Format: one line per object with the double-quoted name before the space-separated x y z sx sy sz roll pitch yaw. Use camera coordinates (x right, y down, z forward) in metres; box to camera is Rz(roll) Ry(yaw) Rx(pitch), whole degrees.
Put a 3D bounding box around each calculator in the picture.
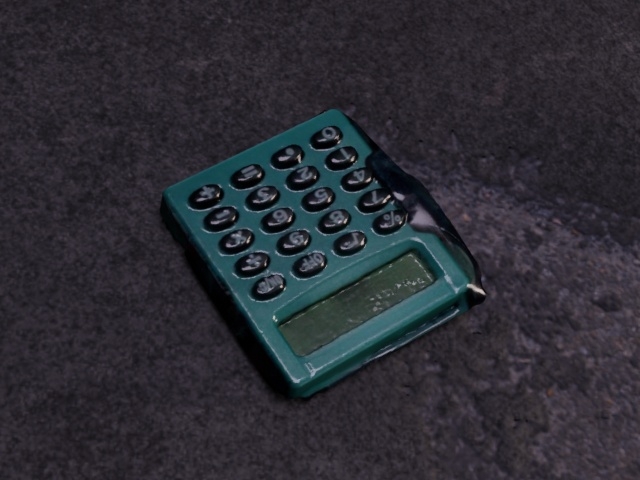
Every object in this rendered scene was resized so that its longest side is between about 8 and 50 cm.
"calculator" 0.000 0.000 1.166 0.248 0.058 0.274 -27 71 -24
